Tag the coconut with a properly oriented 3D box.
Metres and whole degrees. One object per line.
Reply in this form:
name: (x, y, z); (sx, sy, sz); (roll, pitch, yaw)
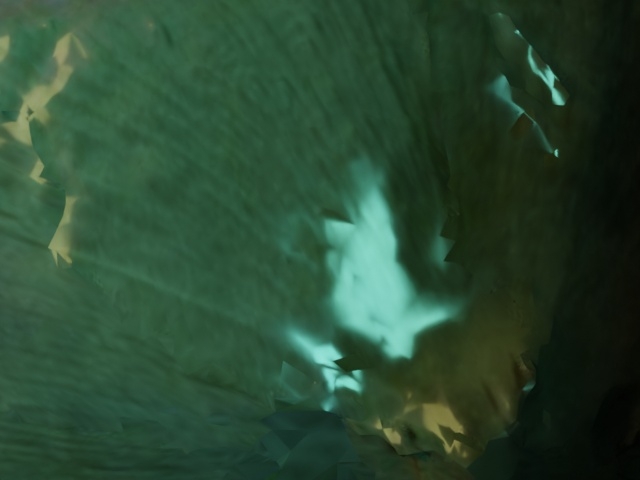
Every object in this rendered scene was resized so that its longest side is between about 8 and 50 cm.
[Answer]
coconut: (0.000, 0.000, 0.588); (0.404, 0.405, 0.404); (-28, 55, 50)
